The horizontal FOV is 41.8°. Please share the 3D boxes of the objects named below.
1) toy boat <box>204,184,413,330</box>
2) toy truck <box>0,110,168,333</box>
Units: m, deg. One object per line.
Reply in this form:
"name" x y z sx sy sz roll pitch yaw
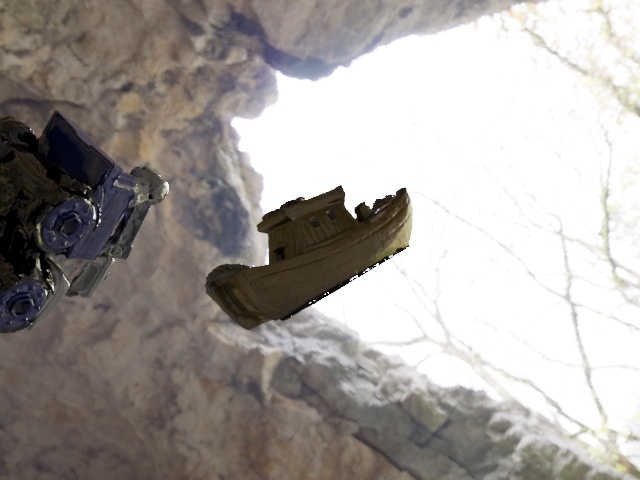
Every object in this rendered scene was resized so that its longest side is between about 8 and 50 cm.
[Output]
"toy boat" 0.000 0.000 1.018 0.321 0.121 0.089 -28 0 -40
"toy truck" -0.275 -0.012 0.850 0.213 0.161 0.177 -56 -31 11
